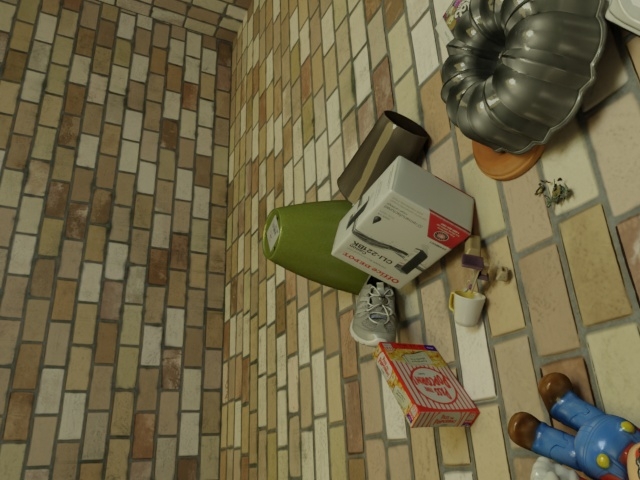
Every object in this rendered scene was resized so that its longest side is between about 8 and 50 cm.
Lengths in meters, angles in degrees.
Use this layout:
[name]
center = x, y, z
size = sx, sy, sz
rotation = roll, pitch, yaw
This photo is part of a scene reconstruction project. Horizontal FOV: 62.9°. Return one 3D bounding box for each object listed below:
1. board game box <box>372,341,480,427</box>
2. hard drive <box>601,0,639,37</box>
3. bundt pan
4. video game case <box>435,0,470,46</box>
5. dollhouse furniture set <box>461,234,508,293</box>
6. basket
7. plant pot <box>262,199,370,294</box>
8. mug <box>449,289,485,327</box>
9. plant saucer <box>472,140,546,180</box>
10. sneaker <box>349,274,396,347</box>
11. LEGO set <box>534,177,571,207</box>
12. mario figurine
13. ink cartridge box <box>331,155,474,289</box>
[board game box]
center = 0.210, 0.292, 1.069
size = 0.045, 0.146, 0.193
rotation = -68, 29, 25
[hard drive]
center = 0.547, -0.434, 0.703
size = 0.339, 0.064, 0.237
rotation = -63, 31, 32
[bundt pan]
center = 0.329, -0.326, 0.939
size = 0.331, 0.124, 0.331
rotation = -173, 90, -70
[video game case]
center = 0.359, -0.502, 1.142
size = 0.232, 0.041, 0.210
rotation = -54, 37, 43
[dollhouse furniture set]
center = 0.322, 0.052, 1.052
size = 0.114, 0.091, 0.081
rotation = -69, -13, -50
[basket]
center = 0.163, -0.201, 1.338
size = 0.227, 0.154, 0.204
rotation = -61, 33, 30
[plant pot]
center = 0.000, 0.000, 1.436
size = 0.275, 0.293, 0.275
rotation = -34, 52, 58
[mug]
center = 0.296, 0.137, 1.057
size = 0.078, 0.062, 0.064
rotation = -58, -27, -77
[plant saucer]
center = 0.368, -0.220, 1.037
size = 0.200, 0.037, 0.200
rotation = -30, 56, 58
[sneaker]
center = 0.127, 0.157, 1.246
size = 0.281, 0.105, 0.115
rotation = -93, 12, -69
[LEGO set]
center = 0.414, -0.086, 0.921
size = 0.083, 0.023, 0.054
rotation = -97, 29, -58
[mario figurine]
center = 0.390, 0.260, 0.679
size = 0.320, 0.170, 0.198
rotation = 9, 88, 66
[ink cartridge box]
center = 0.175, -0.028, 1.165
size = 0.273, 0.197, 0.114
rotation = -49, 18, 50
